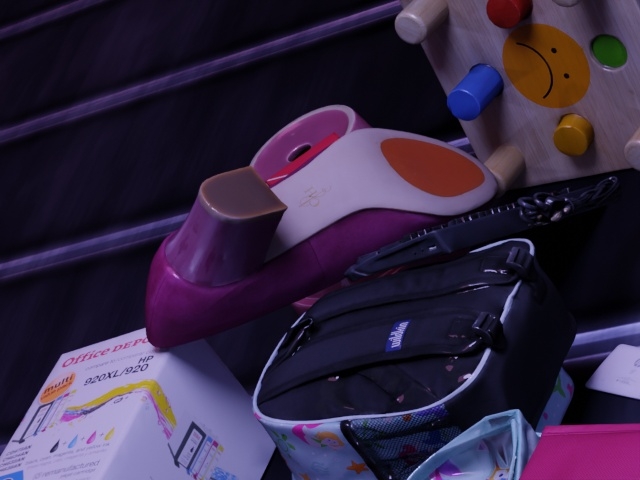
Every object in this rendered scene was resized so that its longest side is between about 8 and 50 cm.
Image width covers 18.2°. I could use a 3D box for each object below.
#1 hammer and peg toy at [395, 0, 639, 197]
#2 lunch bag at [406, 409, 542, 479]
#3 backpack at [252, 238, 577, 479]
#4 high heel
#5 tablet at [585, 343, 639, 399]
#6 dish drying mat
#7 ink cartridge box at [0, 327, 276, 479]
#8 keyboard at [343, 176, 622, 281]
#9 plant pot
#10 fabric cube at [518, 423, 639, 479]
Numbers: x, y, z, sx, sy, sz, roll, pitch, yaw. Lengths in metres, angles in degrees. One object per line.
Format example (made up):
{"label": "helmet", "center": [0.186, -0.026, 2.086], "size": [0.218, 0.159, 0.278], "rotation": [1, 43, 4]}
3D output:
{"label": "hammer and peg toy", "center": [0.195, -0.219, 1.939], "size": [0.266, 0.361, 0.127], "rotation": [-11, 26, 41]}
{"label": "lunch bag", "center": [0.116, 0.276, 1.354], "size": [0.160, 0.223, 0.262], "rotation": [4, 49, 53]}
{"label": "backpack", "center": [0.079, 0.125, 1.688], "size": [0.254, 0.191, 0.225], "rotation": [-9, 32, 30]}
{"label": "high heel", "center": [0.000, 0.000, 1.890], "size": [0.127, 0.377, 0.181], "rotation": [56, 135, 32]}
{"label": "tablet", "center": [0.268, 0.112, 1.699], "size": [0.054, 0.006, 0.083], "rotation": [-46, 29, -22]}
{"label": "dish drying mat", "center": [-0.015, -0.076, 1.934], "size": [0.083, 0.008, 0.032], "rotation": [-37, 26, -3]}
{"label": "ink cartridge box", "center": [-0.181, 0.220, 1.862], "size": [0.171, 0.168, 0.232], "rotation": [-17, 31, 34]}
{"label": "keyboard", "center": [0.174, -0.020, 1.820], "size": [0.202, 0.033, 0.317], "rotation": [-17, 0, 34]}
{"label": "plant pot", "center": [0.026, -0.029, 2.022], "size": [0.201, 0.180, 0.201], "rotation": [-27, 28, 15]}
{"label": "fabric cube", "center": [0.234, 0.279, 1.172], "size": [0.254, 0.259, 0.258], "rotation": [-8, 36, 45]}
